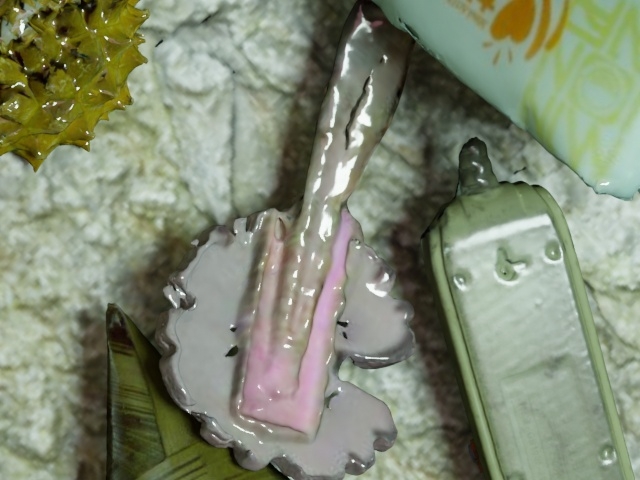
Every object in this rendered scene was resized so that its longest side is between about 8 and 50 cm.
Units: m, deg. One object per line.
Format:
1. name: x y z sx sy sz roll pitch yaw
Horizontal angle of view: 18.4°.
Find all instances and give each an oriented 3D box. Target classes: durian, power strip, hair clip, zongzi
1. durian: -0.159 -0.146 1.205 0.140 0.078 0.224 27 90 -11
2. power strip: 0.143 0.121 1.255 0.092 0.066 0.387 -17 100 -5
3. hair clip: -0.002 -0.001 1.226 0.173 0.069 0.300 19 79 -19
4. zongzi: -0.011 0.183 1.235 0.286 0.138 0.300 -2 85 -14

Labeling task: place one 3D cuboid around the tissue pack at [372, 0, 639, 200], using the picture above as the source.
1. tissue pack: 0.188 -0.254 1.093 0.162 0.287 0.388 4 121 -45

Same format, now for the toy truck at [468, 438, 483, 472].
1. toy truck: 0.139 0.128 1.300 0.083 0.032 0.024 -21 94 -5
